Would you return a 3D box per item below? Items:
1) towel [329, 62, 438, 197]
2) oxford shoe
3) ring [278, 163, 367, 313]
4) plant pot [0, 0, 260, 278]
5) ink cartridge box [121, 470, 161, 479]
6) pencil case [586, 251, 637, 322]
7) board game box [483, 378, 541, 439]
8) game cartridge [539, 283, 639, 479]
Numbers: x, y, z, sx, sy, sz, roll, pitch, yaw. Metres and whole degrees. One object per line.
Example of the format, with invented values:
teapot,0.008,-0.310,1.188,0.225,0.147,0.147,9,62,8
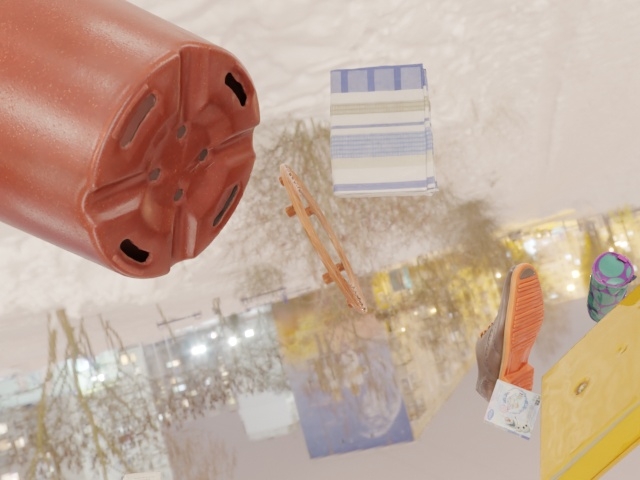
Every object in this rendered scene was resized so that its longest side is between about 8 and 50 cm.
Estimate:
towel,0.124,-0.222,1.335,0.209,0.285,0.034,-3,166,4
oxford shoe,0.414,0.218,1.505,0.130,0.363,0.133,-8,-161,-37
ring,0.000,0.000,1.301,0.032,0.336,0.336,-28,173,7
plant pot,-0.215,-0.109,0.583,0.265,0.272,0.272,25,-168,22
ink cartridge box,-0.378,0.612,1.384,0.078,0.231,0.134,1,159,-20
pencil case,0.481,0.081,1.093,0.070,0.064,0.151,-35,145,-6
board game box,0.372,0.326,1.271,0.090,0.090,0.020,19,150,18
game cartridge,0.413,0.157,0.859,0.323,0.053,0.285,-52,176,25
